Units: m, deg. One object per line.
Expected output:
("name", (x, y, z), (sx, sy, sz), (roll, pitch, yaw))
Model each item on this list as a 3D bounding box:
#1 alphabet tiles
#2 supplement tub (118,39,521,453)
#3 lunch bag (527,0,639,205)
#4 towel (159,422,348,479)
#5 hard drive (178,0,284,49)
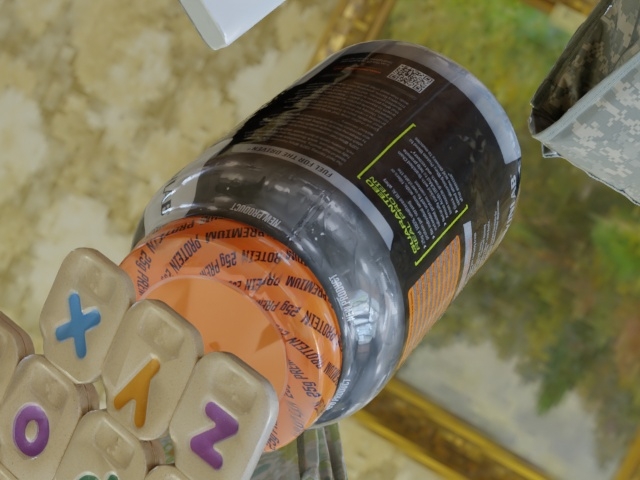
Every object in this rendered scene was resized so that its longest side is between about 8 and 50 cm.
("alphabet tiles", (-0.129, 0.159, 0.934), (0.284, 0.278, 0.021), (34, -163, 32))
("supplement tub", (0.000, 0.000, 1.223), (0.207, 0.207, 0.338), (29, -146, 13))
("lunch bag", (0.374, -0.154, 1.681), (0.235, 0.287, 0.169), (30, -149, -21))
("towel", (-0.145, 0.271, 1.673), (0.090, 0.374, 0.320), (62, -172, -21))
("hard drive", (-0.049, -0.351, 1.648), (0.040, 0.307, 0.203), (-7, 120, 54))
